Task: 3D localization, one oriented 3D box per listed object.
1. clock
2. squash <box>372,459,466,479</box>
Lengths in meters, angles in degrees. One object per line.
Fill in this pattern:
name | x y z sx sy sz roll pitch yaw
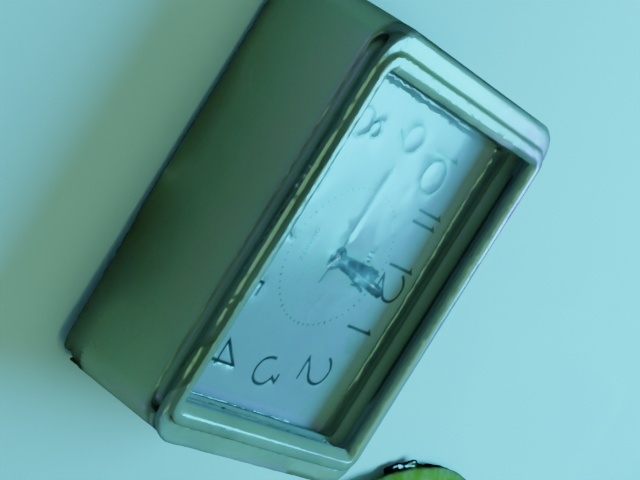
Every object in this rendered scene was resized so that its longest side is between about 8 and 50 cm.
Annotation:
clock | 0.000 0.000 0.709 0.147 0.071 0.192 27 97 -53
squash | -0.006 0.230 0.929 0.204 0.155 0.236 3 125 -7
